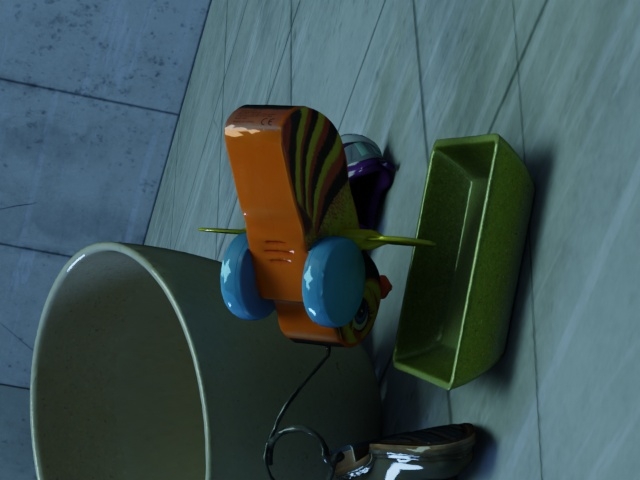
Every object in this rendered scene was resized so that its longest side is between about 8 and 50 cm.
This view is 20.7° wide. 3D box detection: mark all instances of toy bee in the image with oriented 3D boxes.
[{"bbox_3d":[-0.010,0.023,1.399,0.162,0.195,0.298,-33,-37,-56],"label":"toy bee"}]

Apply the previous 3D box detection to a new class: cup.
[{"bbox_3d":[-0.086,0.160,1.584,0.331,0.237,0.331,7,99,55],"label":"cup"}]

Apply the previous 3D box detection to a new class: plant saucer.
[{"bbox_3d":[0.113,0.017,1.337,0.188,0.045,0.188,-171,92,-79],"label":"plant saucer"}]

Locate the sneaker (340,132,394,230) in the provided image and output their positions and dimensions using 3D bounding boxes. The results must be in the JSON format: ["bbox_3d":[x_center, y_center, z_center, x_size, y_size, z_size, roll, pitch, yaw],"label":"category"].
[{"bbox_3d":[0.000,0.000,1.774,0.223,0.083,0.098,-64,22,10],"label":"sneaker"}]

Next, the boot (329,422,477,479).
[{"bbox_3d":[0.075,0.200,1.344,0.219,0.082,0.106,151,108,-71],"label":"boot"}]
